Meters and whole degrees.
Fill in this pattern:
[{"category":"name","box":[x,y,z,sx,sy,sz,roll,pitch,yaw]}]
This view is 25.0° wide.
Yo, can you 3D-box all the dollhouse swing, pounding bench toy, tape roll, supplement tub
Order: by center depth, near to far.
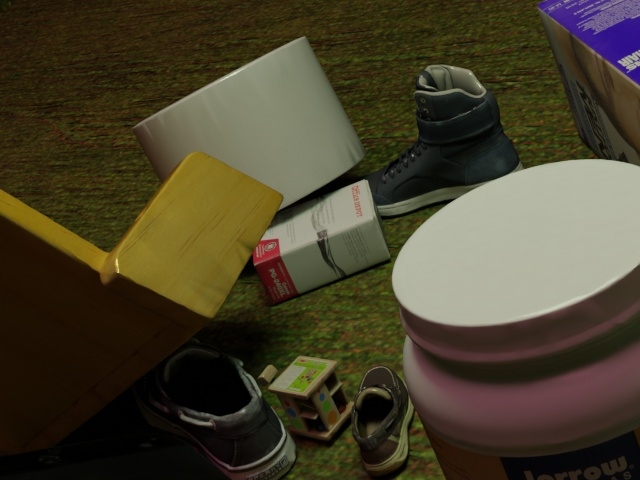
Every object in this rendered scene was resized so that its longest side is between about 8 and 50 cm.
[{"category":"supplement tub","box":[0.192,0.125,1.017,0.228,0.316,0.228,-19,27,10]},{"category":"pounding bench toy","box":[-0.016,0.154,1.409,0.083,0.065,0.052,5,39,44]},{"category":"dollhouse swing","box":[-0.293,0.017,1.487,0.347,0.305,0.315,-39,14,37]},{"category":"tape roll","box":[-0.087,-0.123,1.776,0.246,0.169,0.246,-27,7,4]}]

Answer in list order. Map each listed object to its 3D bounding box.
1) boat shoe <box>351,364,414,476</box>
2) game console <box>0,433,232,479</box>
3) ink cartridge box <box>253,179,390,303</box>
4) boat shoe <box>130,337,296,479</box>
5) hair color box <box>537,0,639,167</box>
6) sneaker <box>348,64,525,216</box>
[{"category":"boat shoe","box":[0.057,0.158,1.360,0.056,0.049,0.152,-20,27,9]},{"category":"game console","box":[-0.234,0.263,1.217,0.387,0.060,0.342,-7,17,-27]},{"category":"ink cartridge box","box":[0.000,0.000,1.679,0.150,0.063,0.109,-21,26,6]},{"category":"boat shoe","box":[-0.128,0.148,1.468,0.108,0.102,0.301,-31,28,-14]},{"category":"hair color box","box":[0.353,-0.147,1.531,0.110,0.185,0.339,-25,26,-2]},{"category":"sneaker","box":[0.112,-0.120,1.701,0.226,0.163,0.086,-12,31,25]}]
